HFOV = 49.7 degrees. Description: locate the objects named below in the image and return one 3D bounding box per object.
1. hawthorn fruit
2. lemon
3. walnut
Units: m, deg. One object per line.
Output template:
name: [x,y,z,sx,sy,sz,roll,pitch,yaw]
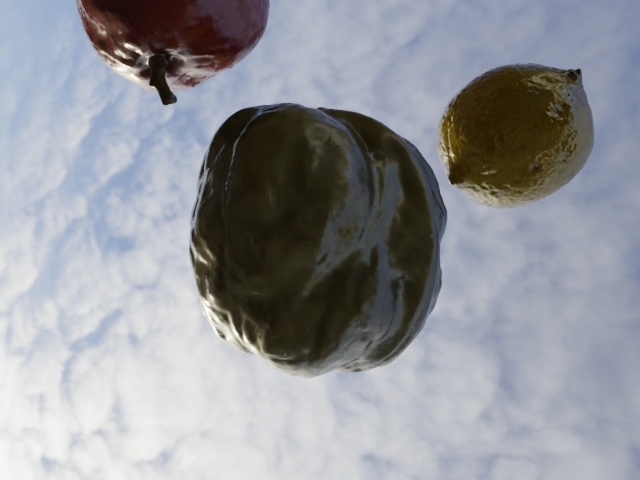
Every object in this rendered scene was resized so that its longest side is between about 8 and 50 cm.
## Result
hawthorn fruit: [-0.148,-0.244,0.696,0.205,0.205,0.253,-21,-129,32]
lemon: [0.303,-0.165,1.111,0.254,0.228,0.228,-26,-122,-2]
walnut: [-0.002,0.000,0.720,0.253,0.282,0.276,5,-84,63]
